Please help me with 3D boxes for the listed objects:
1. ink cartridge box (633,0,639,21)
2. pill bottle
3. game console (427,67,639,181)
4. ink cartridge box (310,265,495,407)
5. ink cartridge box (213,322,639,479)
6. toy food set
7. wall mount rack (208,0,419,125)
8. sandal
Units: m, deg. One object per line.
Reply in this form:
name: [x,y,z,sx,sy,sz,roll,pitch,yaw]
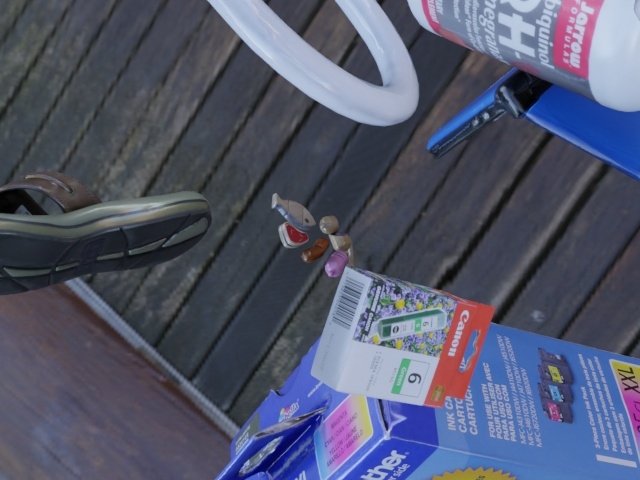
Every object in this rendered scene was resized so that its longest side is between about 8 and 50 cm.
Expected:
ink cartridge box: [0.230,-0.095,0.309,0.134,0.078,0.231,46,134,-16]
pill bottle: [0.247,-0.221,0.952,0.318,0.176,0.176,31,98,34]
game console: [0.305,-0.153,1.147,0.173,0.293,0.250,52,149,-1]
ink cartridge box: [0.055,0.057,0.583,0.029,0.115,0.063,24,97,55]
ink cartridge box: [0.094,0.201,0.967,0.270,0.395,0.151,-52,32,40]
toy food set: [0.000,0.000,1.106,0.019,0.122,0.078,-28,54,35]
wall mount rack: [-0.018,-0.213,0.400,0.130,0.304,0.350,-41,77,26]
sandal: [-0.247,-0.017,0.990,0.120,0.303,0.086,-45,62,45]
